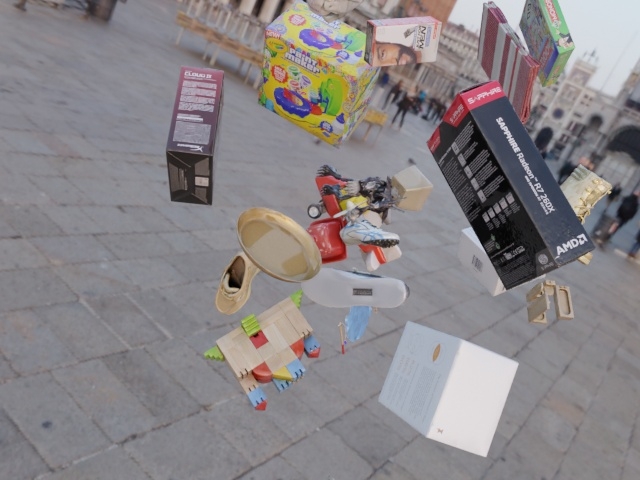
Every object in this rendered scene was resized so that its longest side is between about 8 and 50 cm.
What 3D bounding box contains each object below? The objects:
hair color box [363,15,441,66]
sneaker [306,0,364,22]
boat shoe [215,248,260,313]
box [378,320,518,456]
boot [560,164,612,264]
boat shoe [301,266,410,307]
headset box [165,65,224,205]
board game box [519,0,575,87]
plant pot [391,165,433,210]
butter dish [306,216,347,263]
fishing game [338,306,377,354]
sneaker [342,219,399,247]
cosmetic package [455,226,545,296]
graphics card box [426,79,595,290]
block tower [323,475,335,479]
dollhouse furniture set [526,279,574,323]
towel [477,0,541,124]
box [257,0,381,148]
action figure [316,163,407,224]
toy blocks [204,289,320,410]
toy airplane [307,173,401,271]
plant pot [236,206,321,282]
[{"bbox_3d":[0.187,-0.453,1.357,0.167,0.093,0.053,-11,38,-18],"label":"hair color box"},{"bbox_3d":[0.037,-0.544,1.237,0.114,0.152,0.305,50,4,9],"label":"sneaker"},{"bbox_3d":[-0.264,0.127,1.807,0.109,0.302,0.098,44,38,11],"label":"boat shoe"},{"bbox_3d":[0.168,0.196,0.817,0.090,0.130,0.170,23,-5,-15],"label":"box"},{"bbox_3d":[0.702,-0.075,1.603,0.095,0.203,0.262,33,23,-28],"label":"boot"},{"bbox_3d":[0.101,0.132,1.694,0.306,0.113,0.105,-1,-1,18],"label":"boat shoe"},{"bbox_3d":[-0.306,-0.270,1.485,0.110,0.218,0.294,6,61,-8],"label":"headset box"},{"bbox_3d":[0.631,-0.578,1.676,0.317,0.046,0.214,9,64,-77],"label":"board game box"},{"bbox_3d":[0.272,-0.161,1.890,0.096,0.109,0.109,-11,51,-35],"label":"plant pot"},{"bbox_3d":[0.000,0.000,2.091,0.159,0.160,0.118,-12,-8,40],"label":"butter dish"},{"bbox_3d":[0.124,0.249,2.016,0.041,0.189,0.264,14,38,29],"label":"fishing game"},{"bbox_3d":[0.157,-0.024,1.889,0.085,0.086,0.237,18,-7,-39],"label":"sneaker"},{"bbox_3d":[0.634,0.045,2.069,0.224,0.138,0.224,-16,42,-20],"label":"cosmetic package"},{"bbox_3d":[0.359,-0.099,1.182,0.233,0.094,0.371,112,-45,-72],"label":"graphics card box"},{"bbox_3d":[0.079,0.658,1.370,0.097,0.091,0.335,61,-23,-15],"label":"block tower"},{"bbox_3d":[0.772,0.190,1.947,0.151,0.123,0.144,8,60,-6],"label":"dollhouse furniture set"},{"bbox_3d":[0.566,-0.544,1.820,0.037,0.237,0.329,-16,56,-3],"label":"towel"},{"bbox_3d":[-0.003,-0.468,1.692,0.289,0.279,0.177,30,57,10],"label":"box"},{"bbox_3d":[0.114,-0.131,1.782,0.275,0.164,0.141,23,42,30],"label":"action figure"},{"bbox_3d":[-0.151,0.374,1.954,0.381,0.191,0.261,-30,69,-19],"label":"toy blocks"},{"bbox_3d":[0.172,-0.082,2.220,0.384,0.272,0.386,26,31,-35],"label":"toy airplane"},{"bbox_3d":[-0.104,0.015,1.444,0.236,0.032,0.236,27,34,-20],"label":"plant pot"}]
